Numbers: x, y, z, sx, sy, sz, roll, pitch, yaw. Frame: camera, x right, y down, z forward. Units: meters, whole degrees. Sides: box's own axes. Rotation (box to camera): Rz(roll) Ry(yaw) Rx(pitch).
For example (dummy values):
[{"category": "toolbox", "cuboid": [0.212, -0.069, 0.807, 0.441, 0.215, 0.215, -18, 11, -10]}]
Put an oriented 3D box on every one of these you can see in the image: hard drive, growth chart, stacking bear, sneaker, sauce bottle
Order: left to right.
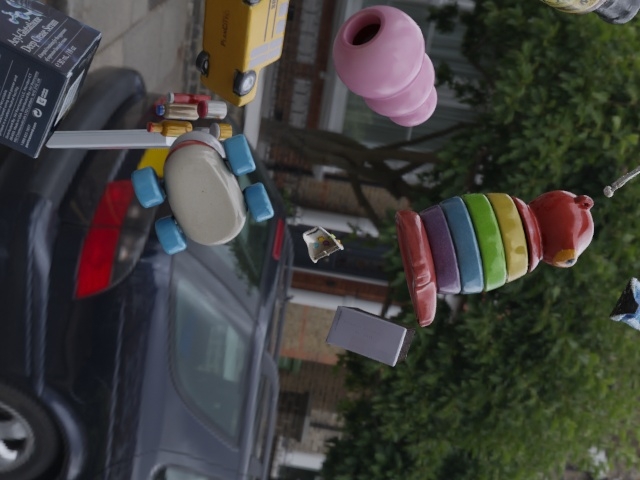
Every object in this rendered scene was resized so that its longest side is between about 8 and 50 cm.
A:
[{"category": "hard drive", "cuboid": [-0.543, -0.280, 2.106, 0.233, 0.353, 0.047, -22, 111, -76]}, {"category": "stacking bear", "cuboid": [0.271, 0.001, 1.154, 0.175, 0.289, 0.164, 75, 3, -50]}, {"category": "sauce bottle", "cuboid": [0.360, -0.398, 1.106, 0.111, 0.344, 0.111, -8, -101, 49]}, {"category": "growth chart", "cuboid": [0.752, -0.171, 1.742, 0.237, 0.021, 0.172, -36, 174, 29]}, {"category": "sneaker", "cuboid": [0.446, 0.096, 1.029, 0.162, 0.073, 0.063, 14, 104, -57]}]

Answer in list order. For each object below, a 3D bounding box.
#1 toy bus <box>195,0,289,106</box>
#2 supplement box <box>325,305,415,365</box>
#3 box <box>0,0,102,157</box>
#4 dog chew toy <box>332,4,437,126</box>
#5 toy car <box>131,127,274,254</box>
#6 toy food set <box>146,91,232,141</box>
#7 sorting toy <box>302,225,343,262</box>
[{"category": "toy bus", "cuboid": [-0.128, -0.406, 1.314, 0.130, 0.108, 0.332, -40, 153, -41]}, {"category": "supplement box", "cuboid": [0.100, 0.176, 1.414, 0.239, 0.130, 0.073, 25, 83, -77]}, {"category": "box", "cuboid": [-0.707, -0.397, 1.582, 0.212, 0.395, 0.293, -57, -162, 27]}, {"category": "dog chew toy", "cuboid": [0.167, -0.381, 1.742, 0.332, 0.206, 0.206, 43, 50, -51]}, {"category": "toy car", "cuboid": [-0.231, -0.126, 1.478, 0.238, 0.219, 0.210, -110, 180, -58]}, {"category": "toy food set", "cuboid": [-0.296, -0.271, 1.688, 0.232, 0.104, 0.111, 22, -70, 52]}, {"category": "sorting toy", "cuboid": [0.000, 0.000, 1.739, 0.083, 0.075, 0.045, -27, -149, 30]}]
